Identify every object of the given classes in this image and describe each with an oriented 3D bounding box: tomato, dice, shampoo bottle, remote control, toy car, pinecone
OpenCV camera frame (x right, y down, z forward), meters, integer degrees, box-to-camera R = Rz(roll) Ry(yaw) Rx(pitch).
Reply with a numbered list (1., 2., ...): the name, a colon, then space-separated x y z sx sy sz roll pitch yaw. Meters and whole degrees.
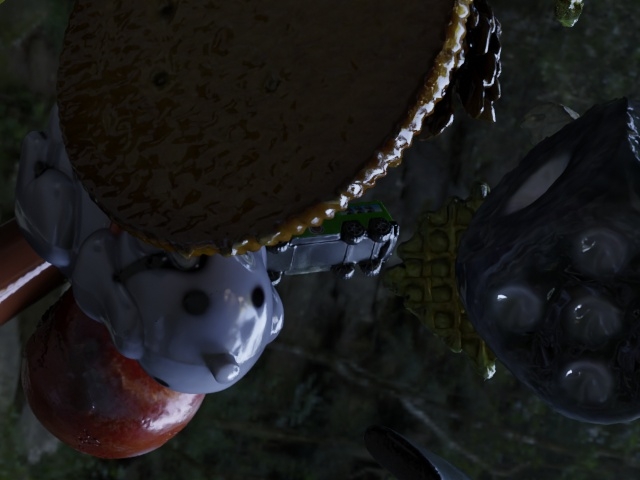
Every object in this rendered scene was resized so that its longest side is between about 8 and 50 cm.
1. tomato: -0.190 0.120 1.041 0.189 0.173 0.099 -49 -176 3
2. dice: 0.224 0.015 0.854 0.181 0.183 0.182 -38 -170 36
3. shampoo bottle: -0.320 0.053 0.975 0.244 0.085 0.085 -38 161 -52
4. remote control: 0.143 0.286 1.342 0.044 0.107 0.377 -56 156 -4
5. toy car: 0.000 0.000 1.207 0.071 0.165 0.062 104 -26 -47
6. pinecone: 0.103 -0.218 1.246 0.202 0.201 0.229 6 -60 44

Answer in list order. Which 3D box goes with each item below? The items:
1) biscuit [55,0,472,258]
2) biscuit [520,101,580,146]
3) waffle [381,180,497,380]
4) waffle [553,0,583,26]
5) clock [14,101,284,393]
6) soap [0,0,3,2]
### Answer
1. biscuit: -0.043 -0.132 0.703 0.305 0.038 0.305 -10 -112 27
2. biscuit: 0.413 -0.091 1.663 0.084 0.281 0.179 -35 177 25
3. waffle: 0.206 0.040 1.402 0.204 0.223 0.054 -46 163 -2
4. waffle: 0.375 -0.454 1.498 0.317 0.073 0.297 101 16 -44
5. clock: -0.111 0.009 0.816 0.254 0.189 0.189 49 -55 53
6. soap: -0.287 -0.225 0.821 0.089 0.140 0.045 -28 -139 38
